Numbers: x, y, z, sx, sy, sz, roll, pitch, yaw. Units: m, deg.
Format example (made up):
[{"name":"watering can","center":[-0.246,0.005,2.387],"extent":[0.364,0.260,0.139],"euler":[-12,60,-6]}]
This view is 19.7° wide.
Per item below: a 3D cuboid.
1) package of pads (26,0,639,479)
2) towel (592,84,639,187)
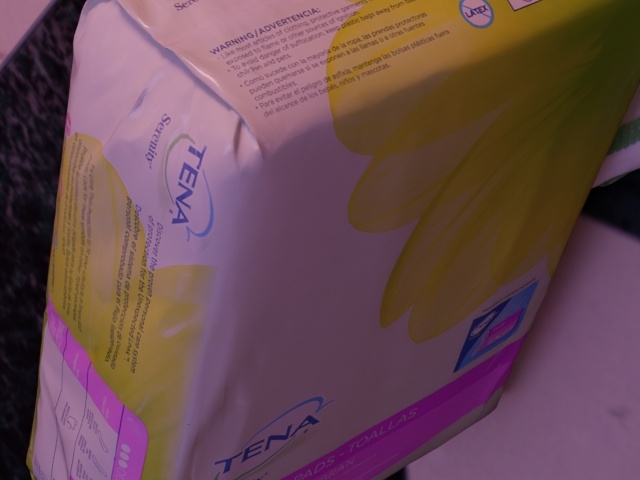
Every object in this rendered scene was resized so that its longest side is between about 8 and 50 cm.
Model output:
[{"name":"package of pads","center":[0.000,0.000,0.734],"extent":[0.101,0.229,0.297],"euler":[46,142,27]},{"name":"towel","center":[0.113,-0.196,0.728],"extent":[0.248,0.038,0.325],"euler":[-24,93,43]}]
